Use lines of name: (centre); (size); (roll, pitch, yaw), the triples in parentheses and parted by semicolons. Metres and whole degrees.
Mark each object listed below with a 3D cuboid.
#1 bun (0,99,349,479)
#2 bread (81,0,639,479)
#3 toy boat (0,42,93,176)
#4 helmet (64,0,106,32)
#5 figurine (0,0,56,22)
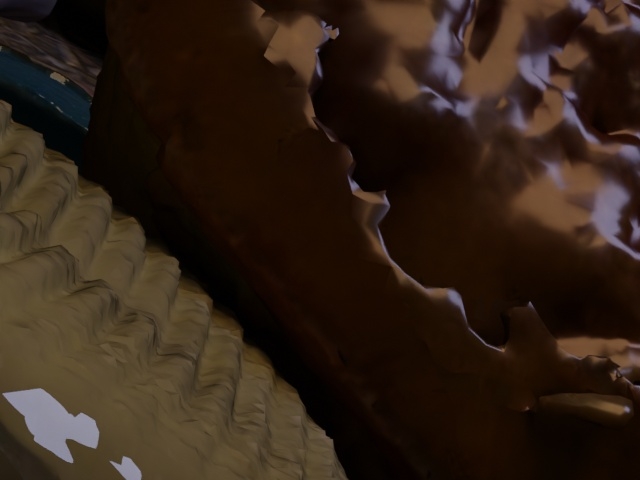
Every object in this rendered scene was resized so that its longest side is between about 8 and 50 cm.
bun: (-0.113, 0.044, 0.476); (0.287, 0.146, 0.287); (44, 7, -7)
bread: (0.074, -0.026, 0.692); (0.337, 0.204, 0.358); (-33, 87, -39)
toy boat: (-0.149, -0.053, 0.889); (0.185, 0.075, 0.077); (27, 15, 12)
helmet: (-0.117, -0.211, 1.385); (0.205, 0.140, 0.257); (-29, 63, -35)
figurine: (-0.243, -0.153, 0.989); (0.194, 0.133, 0.274); (-12, -13, -4)
